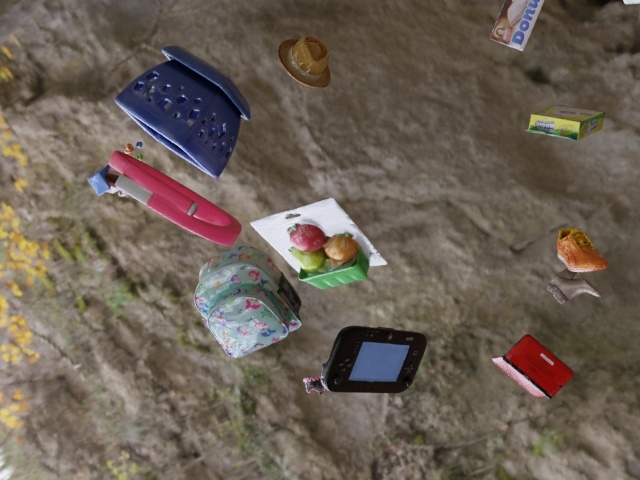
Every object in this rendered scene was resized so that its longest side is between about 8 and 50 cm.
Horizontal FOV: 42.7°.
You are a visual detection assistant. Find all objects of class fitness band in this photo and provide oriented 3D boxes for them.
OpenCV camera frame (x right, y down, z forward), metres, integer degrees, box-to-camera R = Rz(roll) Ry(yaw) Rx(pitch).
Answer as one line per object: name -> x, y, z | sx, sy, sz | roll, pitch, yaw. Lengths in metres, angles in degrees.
fitness band -> -0.283, -0.084, 1.585 | 0.291, 0.054, 0.209 | 32, -175, 9

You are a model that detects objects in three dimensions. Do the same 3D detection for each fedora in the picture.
fedora -> -0.031, -0.525, 2.345 | 0.194, 0.079, 0.194 | 21, -135, -23

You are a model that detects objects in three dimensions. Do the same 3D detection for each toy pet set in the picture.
toy pet set -> -0.450, -0.153, 1.797 | 0.065, 0.114, 0.122 | 17, -119, -49

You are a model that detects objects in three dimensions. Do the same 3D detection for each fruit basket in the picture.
fruit basket -> 0.000, 0.000, 2.679 | 0.353, 0.327, 0.165 | 51, -142, -33

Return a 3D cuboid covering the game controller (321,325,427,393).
game controller -> 0.134, 0.286, 1.959 | 0.319, 0.166, 0.067 | 11, -159, -45

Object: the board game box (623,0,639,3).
board game box -> 0.825, -0.657, 1.875 | 0.224, 0.303, 0.097 | 38, -111, -45

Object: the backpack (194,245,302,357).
backpack -> -0.190, 0.151, 2.042 | 0.253, 0.225, 0.191 | 59, -163, -21

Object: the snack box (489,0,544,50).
snack box -> 0.360, -0.427, 1.430 | 0.064, 0.178, 0.022 | 23, -166, 9

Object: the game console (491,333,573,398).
game console -> 0.488, 0.291, 1.889 | 0.144, 0.124, 0.085 | 40, -164, 0

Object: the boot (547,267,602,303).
boot -> 0.623, 0.124, 2.021 | 0.118, 0.087, 0.042 | 48, -164, 30

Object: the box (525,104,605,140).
box -> 0.497, -0.239, 1.665 | 0.179, 0.105, 0.043 | -27, -54, -50

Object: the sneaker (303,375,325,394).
sneaker -> 0.008, 0.436, 2.476 | 0.047, 0.119, 0.057 | 32, -130, -66

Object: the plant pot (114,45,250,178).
plant pot -> -0.319, -0.325, 2.016 | 0.236, 0.212, 0.236 | 33, 175, 21

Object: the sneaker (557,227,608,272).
sneaker -> 0.484, 0.018, 1.538 | 0.175, 0.064, 0.067 | -119, 22, -73
